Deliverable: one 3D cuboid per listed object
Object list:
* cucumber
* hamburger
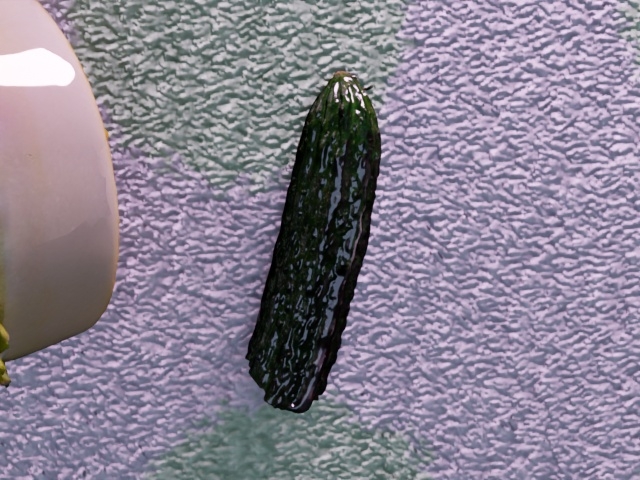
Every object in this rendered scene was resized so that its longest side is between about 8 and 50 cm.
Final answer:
[{"bbox_3d":[0.001,0.000,1.174,0.077,0.077,0.265,13,99,-10],"label":"cucumber"},{"bbox_3d":[-0.255,-0.041,1.026,0.179,0.294,0.276,-11,114,-22],"label":"hamburger"}]
